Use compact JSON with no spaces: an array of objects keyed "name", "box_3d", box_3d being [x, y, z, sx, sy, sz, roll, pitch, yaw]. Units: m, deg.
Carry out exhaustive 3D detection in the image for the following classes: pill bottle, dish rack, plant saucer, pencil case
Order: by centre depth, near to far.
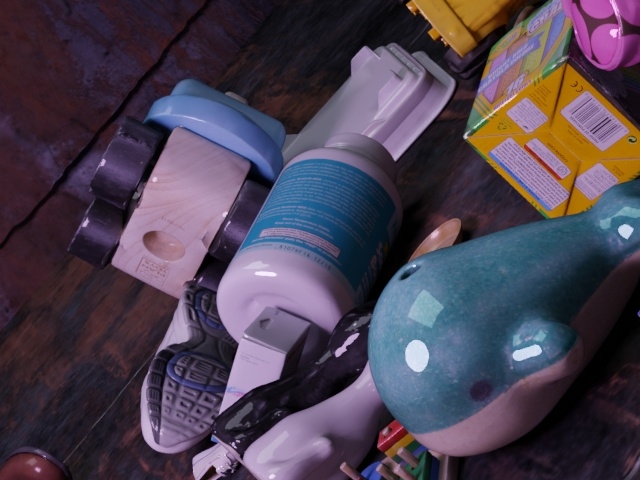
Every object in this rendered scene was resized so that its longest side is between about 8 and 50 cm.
[{"name":"pencil case","box_3d":[0.309,-0.214,1.504,0.209,0.095,0.098,-17,18,-16]},{"name":"plant saucer","box_3d":[0.116,0.014,1.804,0.083,0.015,0.083,-46,15,16]},{"name":"pill bottle","box_3d":[0.000,0.000,1.921,0.146,0.146,0.264,-35,20,43]},{"name":"dish rack","box_3d":[0.036,-0.142,2.337,0.285,0.072,0.333,-47,16,6]}]

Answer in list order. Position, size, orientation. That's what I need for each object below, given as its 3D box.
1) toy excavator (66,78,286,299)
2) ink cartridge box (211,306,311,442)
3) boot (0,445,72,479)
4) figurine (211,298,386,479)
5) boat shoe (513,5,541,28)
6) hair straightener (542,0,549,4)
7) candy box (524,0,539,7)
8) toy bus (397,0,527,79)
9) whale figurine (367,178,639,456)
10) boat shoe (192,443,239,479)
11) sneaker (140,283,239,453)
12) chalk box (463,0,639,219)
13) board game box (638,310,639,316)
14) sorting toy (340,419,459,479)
[{"name":"toy excavator","box_3d":[-0.148,-0.104,2.395,0.445,0.222,0.433,-65,4,-36]},{"name":"ink cartridge box","box_3d":[-0.059,0.139,1.795,0.088,0.052,0.122,-50,-22,-65]},{"name":"boot","box_3d":[-0.433,0.409,2.250,0.264,0.096,0.280,-35,21,42]},{"name":"figurine","box_3d":[0.015,0.142,1.649,0.209,0.092,0.215,-46,15,-7]},{"name":"boat shoe","box_3d":[0.225,-0.171,1.874,0.073,0.073,0.207,3,45,22]},{"name":"hair straightener","box_3d":[0.293,-0.272,1.945,0.089,0.047,0.230,-52,9,-15]},{"name":"candy box","box_3d":[0.317,-0.373,2.182,0.206,0.027,0.105,-55,13,-23]},{"name":"toy bus","box_3d":[0.195,-0.308,2.084,0.211,0.149,0.220,-40,-6,6]},{"name":"whale figurine","box_3d":[0.151,0.039,1.389,0.272,0.141,0.216,-42,15,8]},{"name":"boat shoe","box_3d":[-0.097,0.226,1.864,0.100,0.035,0.035,-33,48,36]},{"name":"sneaker","box_3d":[-0.153,0.169,2.078,0.129,0.111,0.297,-60,5,24]},{"name":"chalk box","box_3d":[0.232,-0.140,1.628,0.132,0.132,0.213,-39,17,34]},{"name":"board game box","box_3d":[0.369,-0.031,1.075,0.318,0.066,0.318,-50,14,-3]},{"name":"sorting toy","box_3d":[0.050,0.203,1.453,0.132,0.046,0.274,-42,16,26]}]
